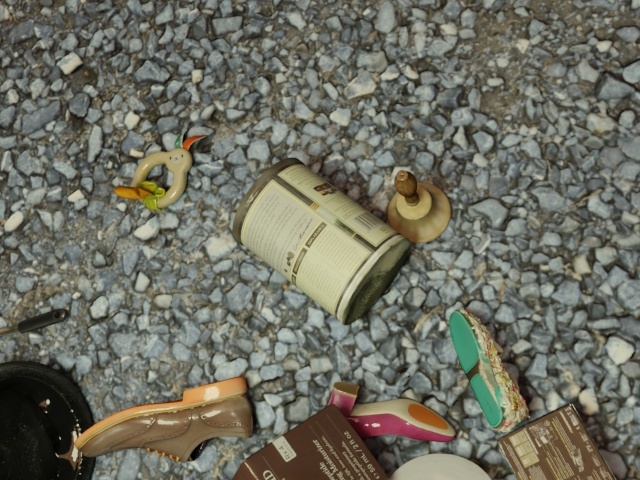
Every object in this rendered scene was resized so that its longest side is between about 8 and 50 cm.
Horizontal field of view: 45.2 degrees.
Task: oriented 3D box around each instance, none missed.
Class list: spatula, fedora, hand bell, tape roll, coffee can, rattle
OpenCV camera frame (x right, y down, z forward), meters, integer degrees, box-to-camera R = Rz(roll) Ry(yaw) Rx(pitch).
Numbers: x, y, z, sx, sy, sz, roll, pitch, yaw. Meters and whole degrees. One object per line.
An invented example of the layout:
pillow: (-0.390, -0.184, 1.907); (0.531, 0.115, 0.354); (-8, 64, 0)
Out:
spatula: (-0.683, 0.195, 1.683); (0.297, 0.030, 0.084); (-16, 71, 11)
fedora: (-0.613, 0.411, 1.530); (0.153, 0.334, 0.333); (-19, 69, 46)
hand bell: (0.167, -0.081, 1.413); (0.126, 0.242, 0.126); (-3, 77, 14)
tape roll: (0.210, 0.484, 1.329); (0.219, 0.072, 0.219); (-5, 60, 9)
coffee can: (0.000, 0.000, 1.459); (0.275, 0.201, 0.201); (37, 88, 19)
rattle: (-0.341, -0.169, 1.627); (0.199, 0.143, 0.130); (-49, 52, 6)

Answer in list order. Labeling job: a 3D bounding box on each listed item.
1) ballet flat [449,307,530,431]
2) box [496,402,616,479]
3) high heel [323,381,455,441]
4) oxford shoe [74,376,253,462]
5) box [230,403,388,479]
ballet flat: (0.304, 0.232, 1.389); (0.077, 0.091, 0.240); (-1, 56, -26)
box: (0.411, 0.392, 1.323); (0.147, 0.077, 0.180); (-29, 71, 6)
high heel: (0.120, 0.352, 1.424); (0.244, 0.082, 0.117); (15, 110, 5)
oxford shoe: (-0.305, 0.376, 1.493); (0.364, 0.130, 0.132); (-19, 79, 10)
box: (-0.027, 0.426, 1.340); (0.203, 0.167, 0.168); (-26, 68, -34)
